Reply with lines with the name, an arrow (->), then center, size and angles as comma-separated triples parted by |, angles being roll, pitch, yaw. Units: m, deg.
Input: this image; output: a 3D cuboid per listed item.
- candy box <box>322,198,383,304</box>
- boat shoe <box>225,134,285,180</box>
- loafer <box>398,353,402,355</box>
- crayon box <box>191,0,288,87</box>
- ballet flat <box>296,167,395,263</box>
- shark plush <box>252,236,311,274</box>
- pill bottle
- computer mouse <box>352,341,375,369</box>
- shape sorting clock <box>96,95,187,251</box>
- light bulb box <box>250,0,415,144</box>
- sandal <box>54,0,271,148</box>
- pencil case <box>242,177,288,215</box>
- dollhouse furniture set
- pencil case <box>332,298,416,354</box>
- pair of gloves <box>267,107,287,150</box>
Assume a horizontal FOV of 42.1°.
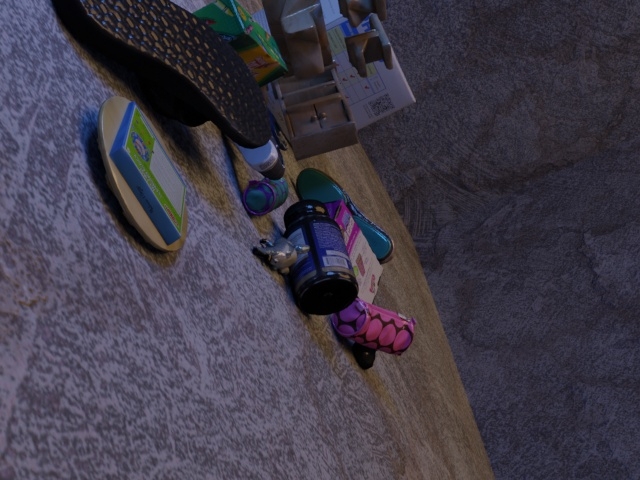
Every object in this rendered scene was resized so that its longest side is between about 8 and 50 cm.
candy box -> 0.052, 0.046, 1.887 | 0.233, 0.071, 0.159 | 57, 37, -33
boat shoe -> -0.124, -0.193, 1.598 | 0.076, 0.080, 0.228 | 48, 4, -45
loafer -> 0.209, 0.284, 2.342 | 0.125, 0.045, 0.039 | 57, 20, -51
crayon box -> -0.178, -0.333, 1.505 | 0.081, 0.165, 0.278 | 66, 11, 7
ballet flat -> 0.060, -0.052, 2.057 | 0.316, 0.107, 0.106 | 47, 4, 15
shark plush -> -0.089, 0.024, 1.522 | 0.067, 0.073, 0.161 | 48, 27, 15
pill bottle -> -0.007, 0.028, 1.635 | 0.123, 0.122, 0.219 | 53, 17, -49
computer mouse -> 0.118, 0.254, 1.962 | 0.071, 0.041, 0.242 | 65, 10, 3
shape sorting clock -> -0.223, -0.083, 1.049 | 0.206, 0.040, 0.206 | -22, 90, -81
light bulb box -> 0.011, -0.472, 2.219 | 0.358, 0.361, 0.225 | 55, 15, -45
sandal -> -0.234, -0.271, 1.260 | 0.445, 0.107, 0.168 | 33, 47, -48
pencil case -> -0.104, -0.089, 1.588 | 0.152, 0.064, 0.070 | -54, 132, -78
dollhouse furniture set -> -0.042, -0.421, 1.871 | 0.394, 0.362, 0.256 | 74, -1, -49
pencil case -> 0.122, 0.186, 1.834 | 0.209, 0.098, 0.095 | 22, 37, -48
pair of gloves -> -0.129, -0.280, 2.024 | 0.198, 0.023, 0.159 | -74, 139, -73
